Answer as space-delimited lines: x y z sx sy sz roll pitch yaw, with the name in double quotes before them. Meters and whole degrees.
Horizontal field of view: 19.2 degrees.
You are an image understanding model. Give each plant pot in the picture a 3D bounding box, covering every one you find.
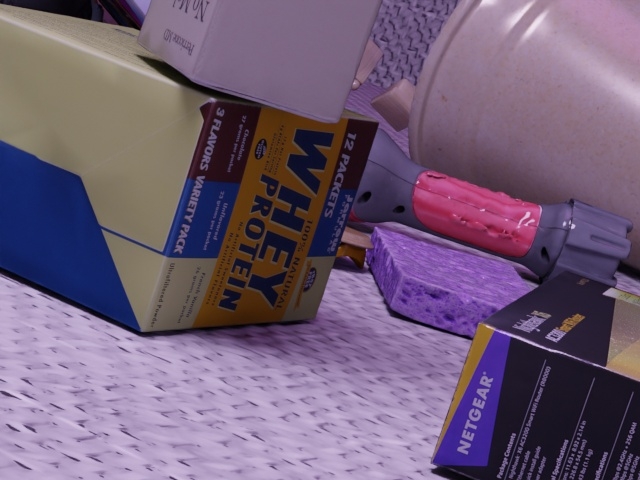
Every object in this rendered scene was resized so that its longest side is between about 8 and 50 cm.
"plant pot" 0.315 -0.117 1.959 0.305 0.333 0.334 36 18 32

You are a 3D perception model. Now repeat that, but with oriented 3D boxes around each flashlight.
"flashlight" 0.118 -0.032 1.637 0.304 0.103 0.103 18 35 -2

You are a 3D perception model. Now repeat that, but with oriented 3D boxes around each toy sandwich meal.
"toy sandwich meal" 0.000 0.000 1.434 0.086 0.029 0.085 20 4 -2

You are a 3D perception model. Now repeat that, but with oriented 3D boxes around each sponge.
"sponge" 0.100 0.035 1.397 0.117 0.031 0.210 17 9 -6

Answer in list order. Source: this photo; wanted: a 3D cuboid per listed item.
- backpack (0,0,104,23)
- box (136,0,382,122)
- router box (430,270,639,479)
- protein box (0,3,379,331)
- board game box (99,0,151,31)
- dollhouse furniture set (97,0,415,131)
"backpack" -0.272 -0.198 1.816 0.115 0.152 0.182 33 3 -10
"box" -0.003 -0.212 1.027 0.094 0.275 0.113 16 9 -26
"router box" 0.214 0.103 1.036 0.243 0.081 0.309 19 9 13
"protein box" -0.110 -0.045 1.131 0.200 0.136 0.201 23 10 26
"board game box" -0.143 -0.211 1.806 0.318 0.066 0.319 51 -4 -22
"dollhouse furniture set" -0.121 -0.171 2.106 0.355 0.174 0.303 43 -34 -15
